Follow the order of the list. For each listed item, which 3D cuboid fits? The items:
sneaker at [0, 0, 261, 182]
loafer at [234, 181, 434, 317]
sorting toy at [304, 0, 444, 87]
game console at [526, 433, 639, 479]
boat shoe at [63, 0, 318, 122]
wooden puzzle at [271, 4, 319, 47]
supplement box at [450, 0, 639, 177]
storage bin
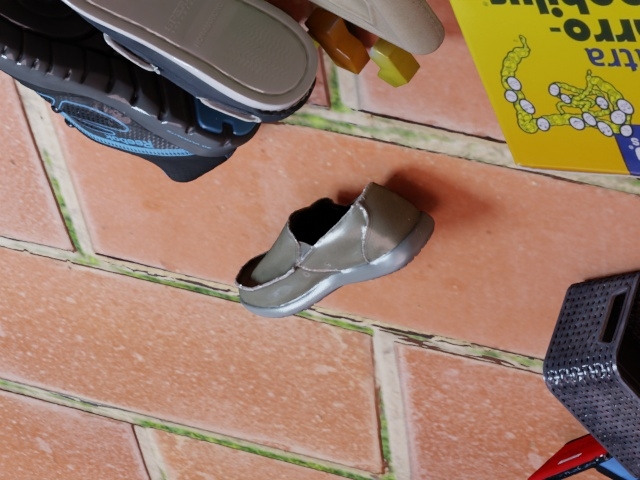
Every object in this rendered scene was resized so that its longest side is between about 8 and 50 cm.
[{"bbox_3d":[-0.224,-0.153,1.638,0.341,0.125,0.139,31,147,-10],"label":"sneaker"},{"bbox_3d":[0.000,0.000,1.767,0.251,0.094,0.087,-24,113,43],"label":"loafer"},{"bbox_3d":[-0.012,-0.203,1.422,0.229,0.041,0.307,28,165,43],"label":"sorting toy"},{"bbox_3d":[0.306,0.236,1.913,0.085,0.124,0.144,55,142,0],"label":"game console"},{"bbox_3d":[-0.140,-0.196,1.532,0.302,0.114,0.091,40,165,2],"label":"boat shoe"},{"bbox_3d":[-0.061,-0.182,1.598,0.116,0.014,0.078,28,141,-7],"label":"wooden puzzle"},{"bbox_3d":[0.189,-0.231,1.154,0.195,0.194,0.356,6,137,37],"label":"supplement box"},{"bbox_3d":[0.298,0.126,1.719,0.084,0.122,0.180,-13,133,42],"label":"storage bin"}]
